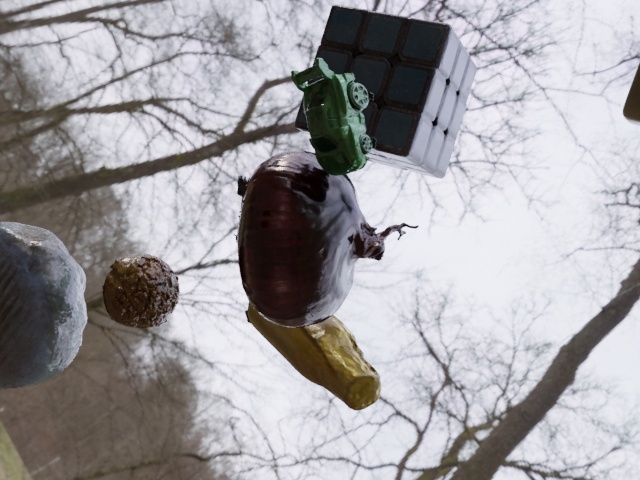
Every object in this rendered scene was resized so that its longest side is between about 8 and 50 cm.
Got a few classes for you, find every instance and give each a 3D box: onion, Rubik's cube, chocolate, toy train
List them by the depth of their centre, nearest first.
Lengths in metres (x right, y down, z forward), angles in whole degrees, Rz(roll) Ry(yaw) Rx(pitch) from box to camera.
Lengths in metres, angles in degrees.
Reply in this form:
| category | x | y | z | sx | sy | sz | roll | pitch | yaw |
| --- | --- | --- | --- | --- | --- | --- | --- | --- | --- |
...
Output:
| category | x | y | z | sx | sy | sz | roll | pitch | yaw |
| --- | --- | --- | --- | --- | --- | --- | --- | --- | --- |
| toy train | 0.015 | -0.166 | 0.939 | 0.099 | 0.081 | 0.149 | -10 | -93 | 47 |
| onion | 0.000 | 0.000 | 1.035 | 0.284 | 0.273 | 0.273 | 3 | -55 | 13 |
| chocolate | -0.006 | 0.213 | 1.465 | 0.445 | 0.162 | 0.162 | 33 | -39 | 56 |
| Rubik's cube | 0.165 | -0.342 | 1.607 | 0.300 | 0.303 | 0.306 | 17 | -87 | 26 |

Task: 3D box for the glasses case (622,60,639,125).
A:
| category | x | y | z | sx | sy | sz | roll | pitch | yaw |
| --- | --- | --- | --- | --- | --- | --- | --- | --- | --- |
| glasses case | 0.678 | -0.358 | 1.259 | 0.131 | 0.070 | 0.313 | 22 | -81 | 31 |

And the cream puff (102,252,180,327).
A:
| category | x | y | z | sx | sy | sz | roll | pitch | yaw |
| --- | --- | --- | --- | --- | --- | --- | --- | --- | --- |
| cream puff | -0.339 | 0.101 | 1.321 | 0.115 | 0.165 | 0.150 | 6 | -69 | 26 |

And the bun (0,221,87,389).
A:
| category | x | y | z | sx | sy | sz | roll | pitch | yaw |
| --- | --- | --- | --- | --- | --- | --- | --- | --- | --- |
| bun | -0.644 | 0.136 | 1.450 | 0.361 | 0.211 | 0.362 | 0 | -90 | 27 |
